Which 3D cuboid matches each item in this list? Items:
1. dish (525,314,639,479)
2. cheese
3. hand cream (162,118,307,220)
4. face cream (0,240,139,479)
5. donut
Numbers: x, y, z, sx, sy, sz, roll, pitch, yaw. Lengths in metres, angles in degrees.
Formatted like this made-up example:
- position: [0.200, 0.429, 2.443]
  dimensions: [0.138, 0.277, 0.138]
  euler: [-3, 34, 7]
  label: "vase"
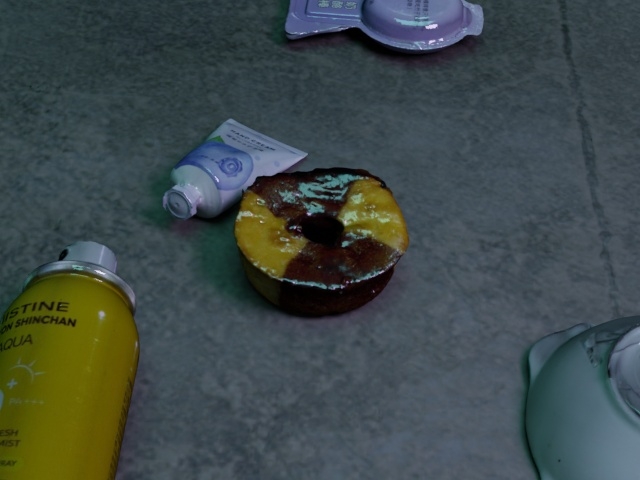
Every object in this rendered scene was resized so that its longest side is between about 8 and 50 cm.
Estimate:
- position: [0.264, 0.114, 0.897]
  dimensions: [0.246, 0.078, 0.224]
  euler: [-28, 55, -26]
  label: "dish"
- position: [0.064, -0.222, 1.201]
  dimensions: [0.191, 0.042, 0.105]
  euler: [7, 48, 3]
  label: "cheese"
- position: [-0.081, -0.062, 1.052]
  dimensions: [0.084, 0.053, 0.142]
  euler: [26, 42, 19]
  label: "hand cream"
- position: [-0.186, 0.142, 0.824]
  dimensions: [0.105, 0.105, 0.349]
  euler: [5, 49, 1]
  label: "face cream"
- position: [0.000, 0.000, 0.991]
  dimensions: [0.140, 0.059, 0.140]
  euler: [2, 49, -3]
  label: "donut"
